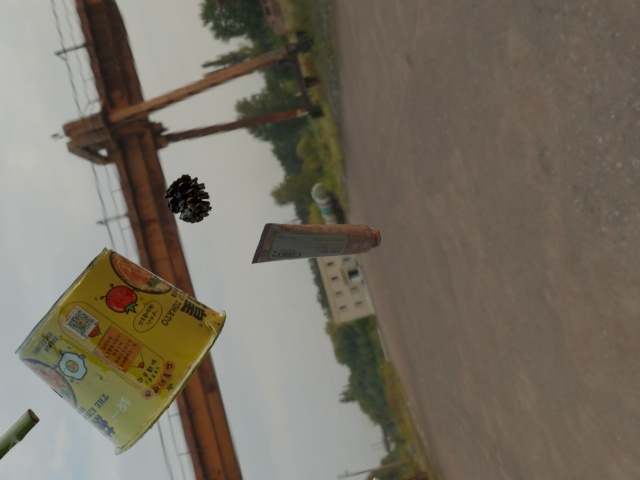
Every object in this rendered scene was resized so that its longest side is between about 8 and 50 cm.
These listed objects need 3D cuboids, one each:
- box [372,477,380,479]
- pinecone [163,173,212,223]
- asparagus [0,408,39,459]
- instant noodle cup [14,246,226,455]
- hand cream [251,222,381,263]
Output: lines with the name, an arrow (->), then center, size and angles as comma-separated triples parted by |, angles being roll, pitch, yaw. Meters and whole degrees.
box -> 0.078, 0.470, 1.060 | 0.194, 0.073, 0.139 | -62, -20, -17
pinecone -> -0.220, -0.069, 1.182 | 0.083, 0.077, 0.077 | 39, 174, 12
asparagus -> -0.747, 0.481, 1.673 | 0.045, 0.178, 0.041 | 44, 175, 2
instant noodle cup -> -0.367, 0.182, 1.273 | 0.254, 0.325, 0.325 | 40, -171, -10
hand cream -> 0.000, 0.000, 0.988 | 0.043, 0.210, 0.067 | 50, 130, 38
